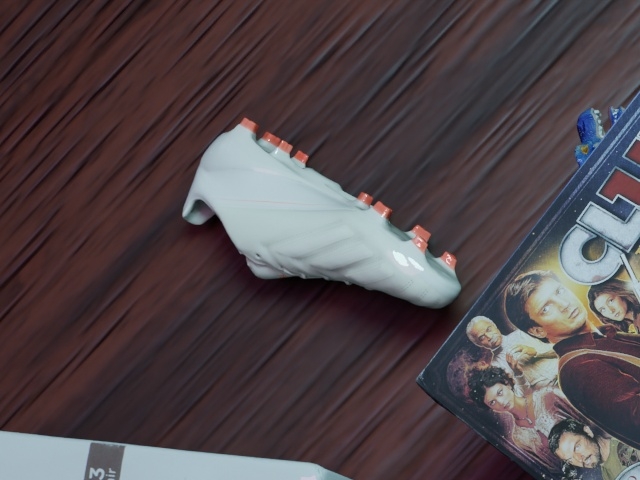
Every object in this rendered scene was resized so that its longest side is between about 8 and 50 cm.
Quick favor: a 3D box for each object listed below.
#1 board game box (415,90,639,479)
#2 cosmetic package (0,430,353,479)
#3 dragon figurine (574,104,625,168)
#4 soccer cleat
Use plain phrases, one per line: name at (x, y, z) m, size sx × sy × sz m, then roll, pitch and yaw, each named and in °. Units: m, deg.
board game box at (0.183, 0.025, 0.960) m, size 0.165 × 0.042 × 0.243 m, roll 36°, pitch 88°, yaw 30°
cosmetic package at (-0.158, 0.217, 1.075) m, size 0.385 × 0.156 × 0.217 m, roll 2°, pitch 75°, yaw 22°
dragon figurine at (0.231, 0.041, 1.007) m, size 0.144 × 0.085 × 0.289 m, roll -29°, pitch 64°, yaw 12°
soccer cleat at (0.000, 0.000, 1.135) m, size 0.196 × 0.068 × 0.076 m, roll 33°, pitch 93°, yaw 35°
